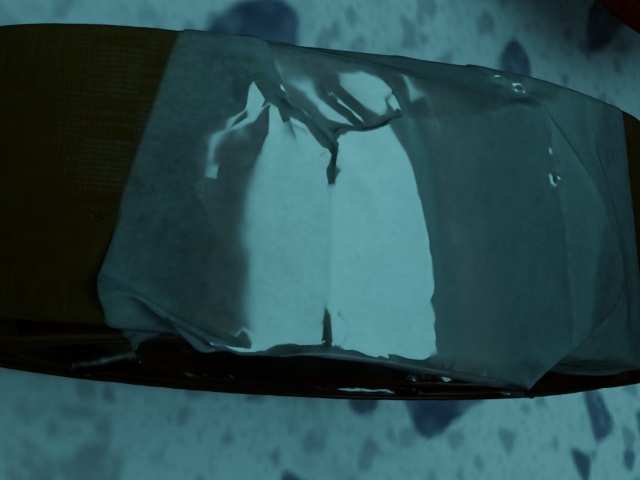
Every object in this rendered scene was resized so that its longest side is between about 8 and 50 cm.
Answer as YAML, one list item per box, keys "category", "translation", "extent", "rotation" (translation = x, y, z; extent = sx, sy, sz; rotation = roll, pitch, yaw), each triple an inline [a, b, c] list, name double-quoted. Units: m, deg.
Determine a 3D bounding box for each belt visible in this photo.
- category: "belt"
  translation: [0.000, 0.000, 0.608]
  extent: [0.261, 0.184, 0.105]
  rotation: [12, 77, -42]

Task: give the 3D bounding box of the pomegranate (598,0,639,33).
- category: "pomegranate"
  translation: [0.200, -0.188, 0.809]
  extent: [0.257, 0.221, 0.221]
  rotation: [-47, 116, -48]
